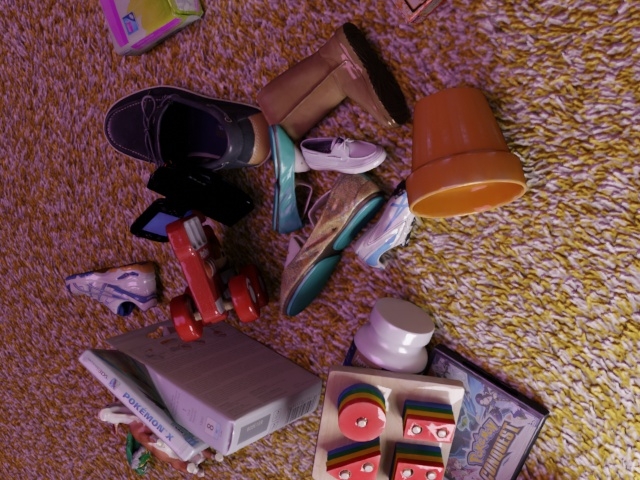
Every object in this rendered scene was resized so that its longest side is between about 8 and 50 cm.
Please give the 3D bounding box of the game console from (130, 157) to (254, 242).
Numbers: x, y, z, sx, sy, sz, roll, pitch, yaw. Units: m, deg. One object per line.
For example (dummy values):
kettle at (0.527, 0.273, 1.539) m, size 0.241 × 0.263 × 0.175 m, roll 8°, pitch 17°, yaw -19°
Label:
game console at (-0.312, -0.066, 1.922) m, size 0.361 × 0.213 × 0.044 m, roll -33°, pitch 38°, yaw 51°

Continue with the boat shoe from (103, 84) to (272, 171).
boat shoe at (-0.326, -0.246, 1.892) m, size 0.500 × 0.156 × 0.186 m, roll 11°, pitch 108°, yaw 35°

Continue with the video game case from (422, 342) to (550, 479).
video game case at (0.281, 0.379, 1.660) m, size 0.248 × 0.035 × 0.275 m, roll 31°, pitch 116°, yaw 27°

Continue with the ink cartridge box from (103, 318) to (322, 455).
ink cartridge box at (-0.235, 0.293, 1.841) m, size 0.385 × 0.308 × 0.091 m, roll 24°, pitch 111°, yaw 30°

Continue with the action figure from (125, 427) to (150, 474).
action figure at (-0.456, 0.510, 2.176) m, size 0.063 × 0.137 × 0.232 m, roll 19°, pitch 119°, yaw 18°

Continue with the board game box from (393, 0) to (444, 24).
board game box at (0.196, -0.509, 1.531) m, size 0.193 × 0.045 × 0.147 m, roll -38°, pitch 78°, yaw 35°

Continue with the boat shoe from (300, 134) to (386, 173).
boat shoe at (0.041, -0.177, 1.663) m, size 0.184 × 0.066 × 0.063 m, roll 10°, pitch 147°, yaw 39°

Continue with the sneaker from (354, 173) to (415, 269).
sneaker at (0.157, -0.044, 1.643) m, size 0.086 × 0.085 × 0.237 m, roll 34°, pitch 117°, yaw -4°

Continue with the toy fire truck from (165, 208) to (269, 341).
toy fire truck at (-0.237, 0.058, 1.808) m, size 0.169 × 0.302 × 0.254 m, roll -18°, pitch 97°, yaw 6°

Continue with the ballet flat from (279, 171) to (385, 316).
ballet flat at (0.000, 0.000, 1.736) m, size 0.123 × 0.123 × 0.348 m, roll 45°, pitch 116°, yaw 20°

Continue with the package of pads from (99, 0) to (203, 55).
package of pads at (-0.401, -0.595, 1.904) m, size 0.229 × 0.101 × 0.296 m, roll -19°, pitch 89°, yaw 37°

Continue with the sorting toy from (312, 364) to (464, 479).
sorting toy at (0.124, 0.379, 1.599) m, size 0.255 × 0.089 × 0.257 m, roll 7°, pitch 115°, yaw -2°

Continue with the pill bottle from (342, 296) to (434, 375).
pill bottle at (0.121, 0.255, 1.676) m, size 0.153 × 0.153 × 0.264 m, roll 32°, pitch 116°, yaw 26°

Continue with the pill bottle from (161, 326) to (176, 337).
pill bottle at (-0.341, 0.303, 2.037) m, size 0.117 × 0.117 × 0.208 m, roll 32°, pitch 116°, yaw 27°

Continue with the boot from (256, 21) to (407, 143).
boot at (0.021, -0.268, 1.688) m, size 0.269 × 0.089 × 0.236 m, roll -34°, pitch 81°, yaw 40°

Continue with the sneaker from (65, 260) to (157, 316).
sneaker at (-0.534, 0.133, 2.144) m, size 0.296 × 0.112 × 0.131 m, roll -8°, pitch 96°, yaw 37°

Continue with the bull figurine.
bull figurine at (-0.378, 0.465, 2.022) m, size 0.188 × 0.310 × 0.101 m, roll -2°, pitch 54°, yaw 57°

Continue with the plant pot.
plant pot at (0.243, -0.158, 1.492) m, size 0.205 × 0.205 × 0.188 m, roll -19°, pitch 72°, yaw 37°

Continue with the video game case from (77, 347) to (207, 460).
video game case at (-0.358, 0.344, 1.826) m, size 0.300 × 0.329 × 0.036 m, roll 41°, pitch 86°, yaw 7°

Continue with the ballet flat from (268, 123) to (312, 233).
ballet flat at (-0.060, -0.130, 1.760) m, size 0.087 × 0.083 × 0.247 m, roll -5°, pitch 118°, yaw -7°
